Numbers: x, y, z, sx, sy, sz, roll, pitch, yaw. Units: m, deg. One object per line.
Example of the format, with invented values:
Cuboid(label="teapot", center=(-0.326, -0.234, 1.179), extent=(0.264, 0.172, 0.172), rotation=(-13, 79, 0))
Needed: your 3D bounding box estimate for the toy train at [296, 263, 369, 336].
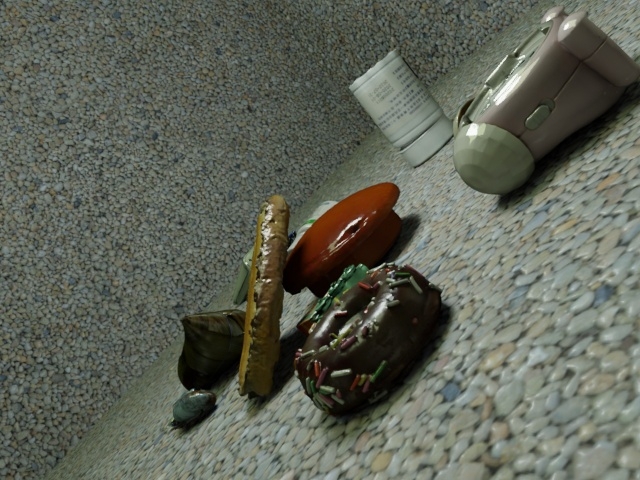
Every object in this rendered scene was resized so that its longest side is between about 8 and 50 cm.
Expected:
Cuboid(label="toy train", center=(0.034, 0.124, 1.302), extent=(0.176, 0.074, 0.118), rotation=(-52, 8, -31))

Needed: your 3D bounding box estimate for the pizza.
Cuboid(label="pizza", center=(-0.127, 0.167, 1.380), extent=(0.392, 0.080, 0.435), rotation=(-97, 14, -61))

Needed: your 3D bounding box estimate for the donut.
Cuboid(label="donut", center=(0.066, 0.142, 0.954), extent=(0.270, 0.103, 0.269), rotation=(-42, 10, 9))

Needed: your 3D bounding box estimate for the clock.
Cuboid(label="clock", center=(0.380, -0.249, 1.155), extent=(0.326, 0.184, 0.342), rotation=(-45, 2, 23))

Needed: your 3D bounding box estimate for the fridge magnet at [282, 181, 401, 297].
Cuboid(label="fridge magnet", center=(0.055, 0.001, 1.502), extent=(0.363, 0.155, 0.363), rotation=(-42, 9, 8))

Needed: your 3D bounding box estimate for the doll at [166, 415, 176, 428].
Cuboid(label="doll", center=(-0.376, 0.462, 1.714), extent=(0.037, 0.027, 0.125), rotation=(-26, 19, 43))

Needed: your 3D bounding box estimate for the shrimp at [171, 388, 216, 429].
Cuboid(label="shrimp", center=(-0.331, 0.420, 1.569), extent=(0.233, 0.079, 0.090), rotation=(-43, 45, 44))

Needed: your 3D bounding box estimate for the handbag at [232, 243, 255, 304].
Cuboid(label="handbag", center=(-0.263, 0.145, 2.569), extent=(0.241, 0.109, 0.315), rotation=(-50, -13, -43))

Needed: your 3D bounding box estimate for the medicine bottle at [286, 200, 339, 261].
Cuboid(label="medicine bottle", center=(0.000, 0.000, 1.836), extent=(0.139, 0.139, 0.237), rotation=(-35, 14, 45))

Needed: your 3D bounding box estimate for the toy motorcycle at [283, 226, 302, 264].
Cuboid(label="toy motorcycle", center=(-0.129, 0.049, 2.312), extent=(0.169, 0.113, 0.315), rotation=(-58, 4, -23))

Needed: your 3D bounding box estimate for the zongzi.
Cuboid(label="zongzi", center=(-0.332, 0.284, 1.656), extent=(0.286, 0.138, 0.300), rotation=(-43, -27, 17))

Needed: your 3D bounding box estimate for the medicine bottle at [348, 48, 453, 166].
Cuboid(label="medicine bottle", center=(0.261, -0.412, 1.985), extent=(0.190, 0.332, 0.190), rotation=(-38, 8, 6))
